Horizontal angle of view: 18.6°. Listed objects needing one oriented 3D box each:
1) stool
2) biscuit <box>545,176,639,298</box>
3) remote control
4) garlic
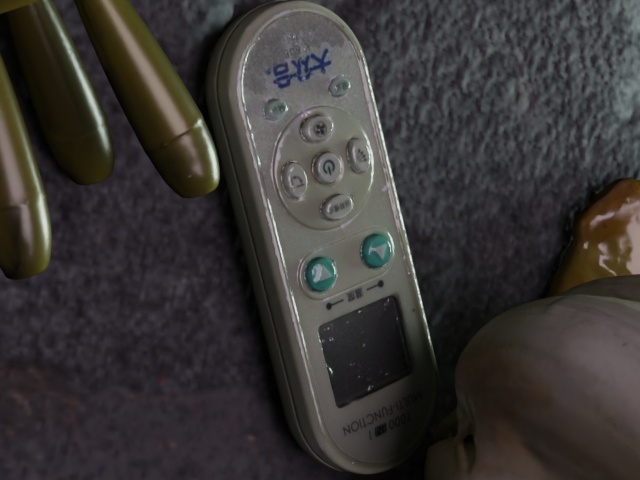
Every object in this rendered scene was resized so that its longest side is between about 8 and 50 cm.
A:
[{"bbox_3d":[-0.115,-0.056,0.759,0.135,0.134,0.111,-12,109,10],"label":"stool"},{"bbox_3d":[0.211,0.076,1.050,0.203,0.041,0.260,-45,115,-26],"label":"biscuit"},{"bbox_3d":[0.000,0.000,0.890,0.078,0.042,0.221,-23,107,-35],"label":"remote control"},{"bbox_3d":[0.147,0.116,0.906,0.185,0.203,0.281,-58,144,-17],"label":"garlic"}]
